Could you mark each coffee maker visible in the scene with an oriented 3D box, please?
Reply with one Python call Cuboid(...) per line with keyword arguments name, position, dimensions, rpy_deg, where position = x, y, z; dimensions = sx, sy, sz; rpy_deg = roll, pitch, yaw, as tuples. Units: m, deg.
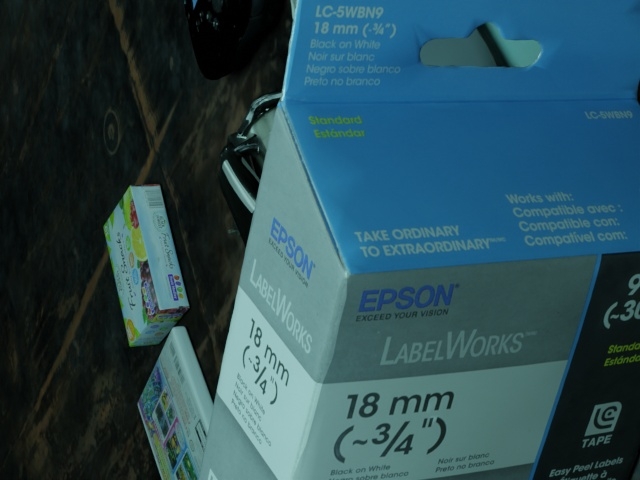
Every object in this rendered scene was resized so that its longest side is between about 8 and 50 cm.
Cuboid(name="coffee maker", position=(0.000, 0.000, 1.118), dimensions=(0.171, 0.120, 0.178), rpy_deg=(87, 165, -58))

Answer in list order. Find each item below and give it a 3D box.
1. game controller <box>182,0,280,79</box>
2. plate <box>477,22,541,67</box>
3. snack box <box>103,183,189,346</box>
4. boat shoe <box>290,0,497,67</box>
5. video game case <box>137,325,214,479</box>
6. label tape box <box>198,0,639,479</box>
Cuboid(name="game controller", position=(-0.107, -0.307, 1.307), dimensions=(0.166, 0.067, 0.319), rpy_deg=(-41, 57, 56))
Cuboid(name="plate", position=(0.098, -0.086, 0.997), dimensions=(0.188, 0.024, 0.188), rpy_deg=(8, 100, 61))
Cuboid(name="snack box", position=(-0.182, 0.026, 1.514), dimensions=(0.100, 0.037, 0.141), rpy_deg=(-48, 52, 55))
Cuboid(name="boat shoe", position=(0.036, -0.111, 0.968), dimensions=(0.105, 0.113, 0.306), rpy_deg=(109, 147, -47))
Cuboid(name="video game case", position=(-0.139, 0.190, 1.476), dimensions=(0.157, 0.019, 0.143), rpy_deg=(66, 146, 31))
Cuboid(name="label tape box", position=(0.081, 0.032, 0.811), dimensions=(0.106, 0.241, 0.333), rpy_deg=(49, 135, 49))
